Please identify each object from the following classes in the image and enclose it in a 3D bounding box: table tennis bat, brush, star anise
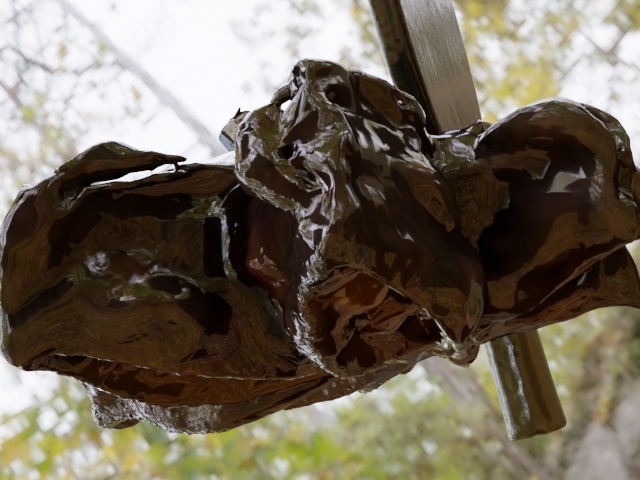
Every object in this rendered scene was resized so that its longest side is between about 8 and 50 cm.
[{"bbox_3d":[0.047,-0.049,0.712,0.022,0.247,0.138,-16,-1,14],"label":"table tennis bat"},{"bbox_3d":[-0.054,-0.044,1.310,0.014,0.051,0.164,-48,-1,-22],"label":"brush"},{"bbox_3d":[-0.003,0.002,0.583,0.214,0.099,0.220,1,-15,-37],"label":"star anise"}]
